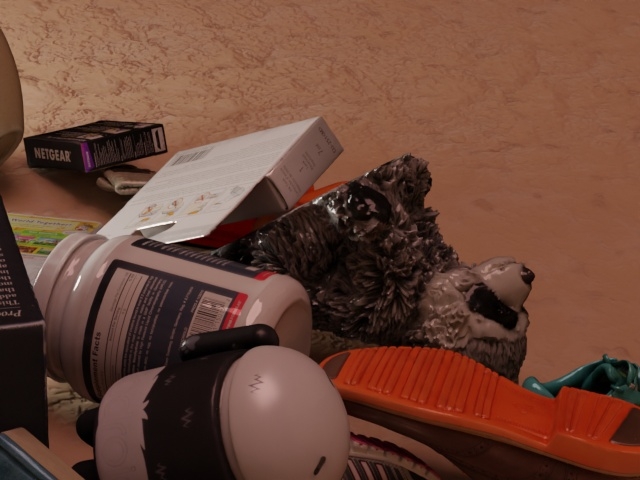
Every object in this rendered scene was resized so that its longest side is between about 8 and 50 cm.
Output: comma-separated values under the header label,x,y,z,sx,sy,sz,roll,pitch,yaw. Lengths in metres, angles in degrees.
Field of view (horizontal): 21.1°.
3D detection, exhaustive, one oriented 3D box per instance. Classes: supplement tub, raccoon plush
label,x,y,z,sx,sy,sz,roll,pitch,yaw
supplement tub,-0.162,0.102,1.873,0.272,0.191,0.191,15,29,19
raccoon plush,0.038,0.097,1.999,0.446,0.299,0.216,-26,1,36

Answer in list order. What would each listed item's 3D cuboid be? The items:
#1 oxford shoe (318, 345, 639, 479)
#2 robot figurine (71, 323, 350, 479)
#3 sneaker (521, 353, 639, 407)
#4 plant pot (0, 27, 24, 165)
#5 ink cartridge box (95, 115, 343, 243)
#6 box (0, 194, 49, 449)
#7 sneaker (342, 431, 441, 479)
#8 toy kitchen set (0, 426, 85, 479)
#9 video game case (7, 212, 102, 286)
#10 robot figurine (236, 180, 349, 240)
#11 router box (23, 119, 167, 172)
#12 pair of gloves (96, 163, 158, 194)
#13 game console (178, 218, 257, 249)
label,x,y,z,sx,sy,sz,roll,pitch,yaw
oxford shoe,0.162,0.209,1.768,0.364,0.132,0.130,16,29,13
robot figurine,-0.105,0.199,1.664,0.278,0.209,0.173,-15,2,27
sneaker,0.334,0.180,1.878,0.275,0.110,0.107,-7,29,-22
plant pot,-0.515,-0.176,2.336,0.191,0.284,0.284,49,40,6
ink cartridge box,-0.138,-0.041,2.045,0.275,0.060,0.239,-10,31,46
box,-0.403,0.121,1.696,0.212,0.293,0.395,-6,29,-17
sneaker,0.042,0.243,1.778,0.170,0.074,0.063,18,4,-21
toy kitchen set,-0.304,0.287,1.467,0.122,0.207,0.166,36,15,17
video game case,-0.415,0.013,2.138,0.227,0.026,0.206,5,23,17
robot figurine,0.001,0.001,2.162,0.219,0.158,0.128,-21,15,-40
router box,-0.318,-0.134,2.413,0.133,0.046,0.179,-16,14,-33
pair of gloves,-0.181,-0.072,2.332,0.240,0.042,0.204,2,9,-18
game console,-0.129,-0.032,2.259,0.144,0.124,0.085,9,55,11
